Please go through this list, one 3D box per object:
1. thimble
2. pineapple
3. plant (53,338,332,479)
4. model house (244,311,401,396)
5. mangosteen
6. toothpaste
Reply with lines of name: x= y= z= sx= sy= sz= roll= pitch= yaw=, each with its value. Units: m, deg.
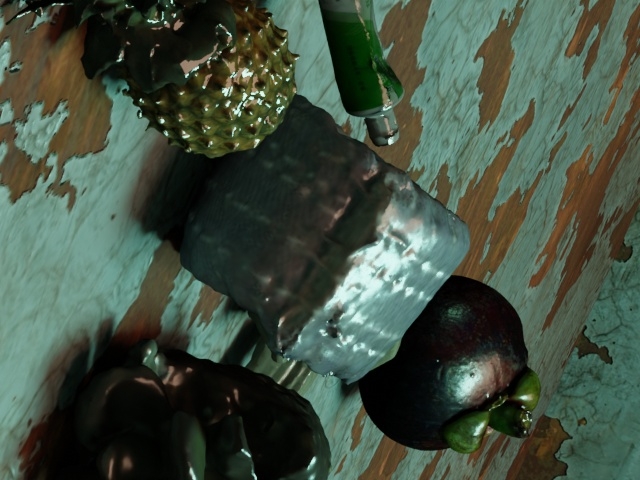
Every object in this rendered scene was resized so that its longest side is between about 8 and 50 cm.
thimble: x=0.000 y=0.000 z=1.482 sx=0.172 sy=0.205 sz=0.236 roll=-55 pitch=-177 yaw=1
pineapple: x=-0.099 y=-0.137 z=1.173 sx=0.125 sy=0.125 sz=0.251 roll=-61 pitch=154 yaw=-3
plant: x=-0.098 y=0.193 z=1.530 sx=0.199 sy=0.188 sz=0.276 roll=-65 pitch=164 yaw=6
model house: x=0.002 y=0.067 z=1.761 sx=0.188 sy=0.122 sz=0.229 roll=-39 pitch=155 yaw=-50
mangosteen: x=0.158 y=0.147 z=2.221 sx=0.216 sy=0.216 sz=0.216 roll=-54 pitch=162 yaw=-26
toothpaste: x=0.021 y=-0.186 z=1.396 sx=0.078 sy=0.047 sz=0.248 roll=-45 pitch=127 yaw=-48
